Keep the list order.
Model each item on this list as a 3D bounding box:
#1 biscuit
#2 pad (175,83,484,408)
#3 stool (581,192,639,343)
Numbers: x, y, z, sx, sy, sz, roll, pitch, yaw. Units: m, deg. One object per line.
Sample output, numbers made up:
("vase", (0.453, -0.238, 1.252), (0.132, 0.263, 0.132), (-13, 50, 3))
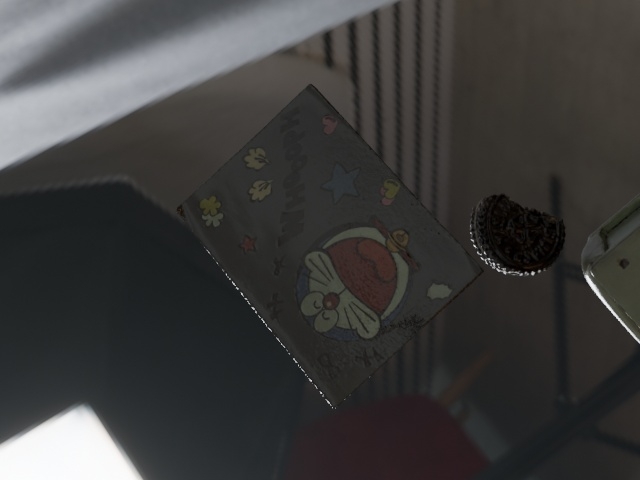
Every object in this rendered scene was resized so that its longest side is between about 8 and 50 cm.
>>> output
("biscuit", (0.181, -0.008, 1.345), (0.087, 0.089, 0.027), (57, 157, -2))
("pad", (0.000, 0.000, 1.242), (0.245, 0.170, 0.006), (50, -175, 28))
("stool", (0.378, -0.009, 1.271), (0.170, 0.269, 0.243), (49, -168, 2))
